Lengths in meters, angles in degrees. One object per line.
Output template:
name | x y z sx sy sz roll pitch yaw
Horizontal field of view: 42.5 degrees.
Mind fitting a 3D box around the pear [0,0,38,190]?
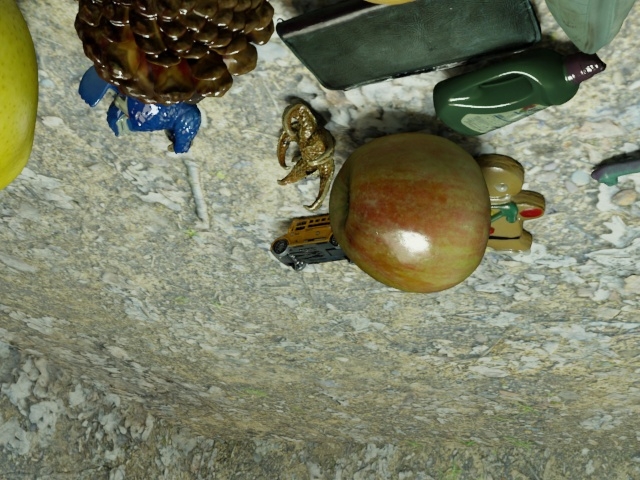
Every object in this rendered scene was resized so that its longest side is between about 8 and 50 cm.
pear | -0.565 -0.225 1.092 0.362 0.363 0.418 4 152 13

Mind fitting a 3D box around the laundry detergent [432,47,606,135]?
laundry detergent | 0.271 -0.209 1.113 0.144 0.078 0.221 12 160 -43

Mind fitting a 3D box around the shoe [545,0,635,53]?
shoe | 0.315 -0.307 0.917 0.100 0.103 0.251 -38 160 0

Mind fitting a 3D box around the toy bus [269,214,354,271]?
toy bus | 0.000 0.000 1.626 0.194 0.088 0.083 -8 148 28

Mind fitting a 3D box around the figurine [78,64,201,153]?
figurine | -0.257 -0.216 1.281 0.164 0.121 0.262 15 171 5

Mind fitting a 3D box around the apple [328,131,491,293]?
apple | 0.138 -0.042 1.302 0.233 0.257 0.257 3 157 -21

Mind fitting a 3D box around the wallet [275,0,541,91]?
wallet | 0.118 -0.275 1.080 0.317 0.045 0.172 -9 153 26

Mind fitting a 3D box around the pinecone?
pinecone | -0.181 -0.271 1.007 0.246 0.247 0.292 17 169 -13

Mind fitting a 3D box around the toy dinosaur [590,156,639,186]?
toy dinosaur | 0.498 -0.173 1.113 0.330 0.130 0.383 4 153 33

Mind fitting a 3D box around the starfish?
starfish | -0.024 -0.128 1.335 0.074 0.146 0.190 -28 163 -22

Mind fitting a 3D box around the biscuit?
biscuit | 0.296 -0.053 1.461 0.196 0.049 0.302 4 152 9

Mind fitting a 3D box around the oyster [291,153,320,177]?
oyster | -0.015 -0.133 1.446 0.054 0.019 0.083 -10 145 32

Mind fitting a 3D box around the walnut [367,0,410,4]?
walnut | 0.083 -0.329 0.889 0.180 0.144 0.144 8 154 24
